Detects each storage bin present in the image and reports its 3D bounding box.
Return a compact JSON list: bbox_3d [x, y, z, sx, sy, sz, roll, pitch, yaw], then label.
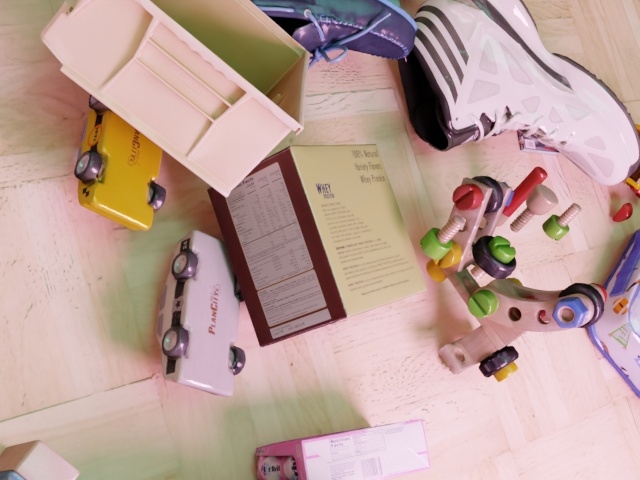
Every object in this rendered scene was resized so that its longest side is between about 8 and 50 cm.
[{"bbox_3d":[-0.151,-0.219,0.980,0.260,0.123,0.262,38,24,-19],"label":"storage bin"}]

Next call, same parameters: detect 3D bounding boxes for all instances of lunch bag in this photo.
[{"bbox_3d":[0.587,0.112,1.447,0.243,0.115,0.303,46,56,-10],"label":"lunch bag"}]

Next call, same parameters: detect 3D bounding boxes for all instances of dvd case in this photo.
[{"bbox_3d":[0.367,-0.208,1.465,0.087,0.013,0.119,1,73,-33],"label":"dvd case"}]

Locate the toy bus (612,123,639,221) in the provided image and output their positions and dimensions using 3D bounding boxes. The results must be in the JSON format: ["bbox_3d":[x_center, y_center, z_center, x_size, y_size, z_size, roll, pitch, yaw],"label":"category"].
[{"bbox_3d":[0.567,-0.141,1.515,0.191,0.202,0.104,-34,64,-29],"label":"toy bus"}]

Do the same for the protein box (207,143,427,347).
[{"bbox_3d":[0.000,0.000,1.043,0.200,0.136,0.201,-11,81,-56],"label":"protein box"}]

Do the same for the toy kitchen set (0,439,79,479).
[{"bbox_3d":[-0.258,0.322,0.811,0.207,0.122,0.166,44,56,-14],"label":"toy kitchen set"}]

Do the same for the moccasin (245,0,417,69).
[{"bbox_3d":[-0.037,-0.297,1.172,0.342,0.138,0.116,13,78,-13],"label":"moccasin"}]

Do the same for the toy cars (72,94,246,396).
[{"bbox_3d":[-0.192,-0.002,0.985,0.176,0.087,0.393,-30,97,-52],"label":"toy cars"}]

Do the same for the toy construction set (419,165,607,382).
[{"bbox_3d":[0.238,0.051,1.204,0.257,0.237,0.309,37,35,-2],"label":"toy construction set"}]

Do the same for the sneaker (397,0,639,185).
[{"bbox_3d":[0.289,-0.189,1.339,0.447,0.169,0.257,42,73,-13],"label":"sneaker"}]

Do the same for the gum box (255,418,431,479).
[{"bbox_3d":[0.024,0.262,1.026,0.188,0.107,0.062,-1,75,-34],"label":"gum box"}]

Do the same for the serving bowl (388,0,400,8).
[{"bbox_3d":[0.094,-0.372,1.328,0.083,0.027,0.083,10,70,-30],"label":"serving bowl"}]
